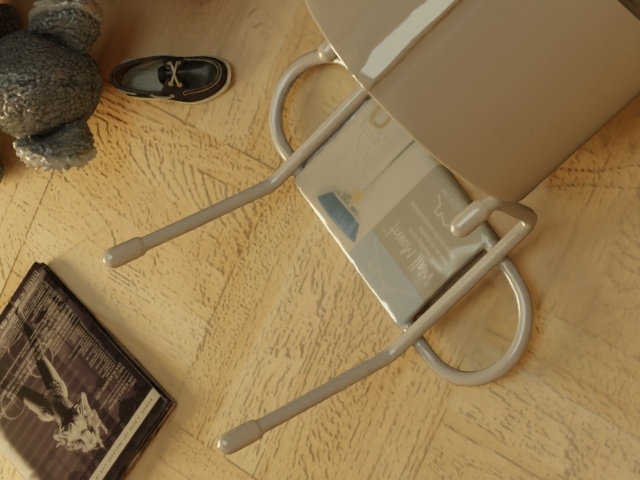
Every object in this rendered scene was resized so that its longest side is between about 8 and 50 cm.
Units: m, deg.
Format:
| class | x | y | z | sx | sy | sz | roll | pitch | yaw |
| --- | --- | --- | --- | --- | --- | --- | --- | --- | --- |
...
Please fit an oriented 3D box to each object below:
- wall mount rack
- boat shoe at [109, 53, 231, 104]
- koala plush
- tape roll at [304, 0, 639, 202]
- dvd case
| class | x | y | z | sx | sy | sz | roll | pitch | yaw |
| --- | --- | --- | --- | --- | --- | --- | --- | --- | --- |
| wall mount rack | 0.000 | 0.000 | 1.274 | 0.304 | 0.130 | 0.350 | -45 | 61 | 19 |
| boat shoe | -0.141 | -0.153 | 1.442 | 0.125 | 0.038 | 0.046 | 5 | 85 | 33 |
| koala plush | -0.306 | -0.145 | 1.472 | 0.221 | 0.203 | 0.196 | 5 | 86 | 21 |
| tape roll | 0.127 | -0.172 | 1.152 | 0.169 | 0.246 | 0.246 | -43 | 62 | 21 |
| dvd case | -0.250 | 0.149 | 1.478 | 0.221 | 0.018 | 0.164 | 42 | 104 | 31 |
